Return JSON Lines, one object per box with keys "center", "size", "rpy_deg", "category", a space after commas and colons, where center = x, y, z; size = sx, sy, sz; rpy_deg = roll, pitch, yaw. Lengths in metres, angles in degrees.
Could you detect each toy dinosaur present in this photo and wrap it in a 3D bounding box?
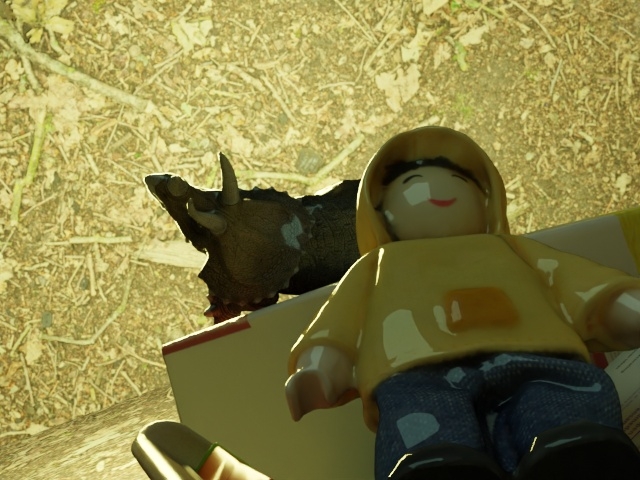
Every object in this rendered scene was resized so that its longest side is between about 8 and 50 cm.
{"center": [0.000, 0.000, 0.889], "size": [0.313, 0.121, 0.160], "rpy_deg": [-5, 0, -38], "category": "toy dinosaur"}

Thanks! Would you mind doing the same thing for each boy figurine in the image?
{"center": [0.073, 0.038, 0.541], "size": [0.177, 0.092, 0.285], "rpy_deg": [-8, 30, 4], "category": "boy figurine"}

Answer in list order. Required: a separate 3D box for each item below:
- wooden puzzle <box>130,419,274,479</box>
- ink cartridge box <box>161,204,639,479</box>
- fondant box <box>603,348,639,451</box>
{"center": [0.019, 0.156, 0.540], "size": [0.044, 0.221, 0.239], "rpy_deg": [-54, 9, -6], "category": "wooden puzzle"}
{"center": [0.125, 0.086, 0.854], "size": [0.385, 0.160, 0.279], "rpy_deg": [-12, -7, -33], "category": "ink cartridge box"}
{"center": [0.201, 0.110, 0.488], "size": [0.238, 0.096, 0.330], "rpy_deg": [-41, 5, -11], "category": "fondant box"}
